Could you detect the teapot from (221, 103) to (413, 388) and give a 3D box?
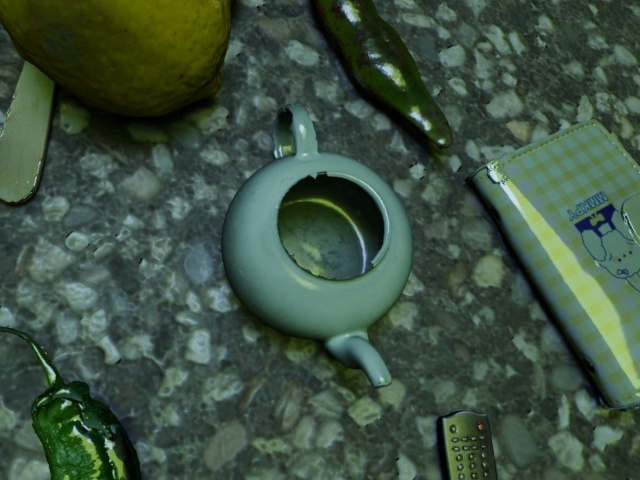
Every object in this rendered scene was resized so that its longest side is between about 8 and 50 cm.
[{"bbox_3d":[0.000,0.000,0.537,0.193,0.129,0.294,-12,77,-17],"label":"teapot"}]

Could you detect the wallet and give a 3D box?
[{"bbox_3d":[0.340,0.013,0.645,0.223,0.077,0.309,-25,80,-15],"label":"wallet"}]

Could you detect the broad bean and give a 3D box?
[{"bbox_3d":[0.054,-0.245,0.657,0.077,0.061,0.338,-25,81,-30],"label":"broad bean"}]

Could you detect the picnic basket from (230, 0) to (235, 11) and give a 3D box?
[{"bbox_3d":[-0.132,-0.354,0.651,0.110,0.055,0.193,16,72,-6],"label":"picnic basket"}]

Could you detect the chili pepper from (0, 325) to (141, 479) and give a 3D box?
[{"bbox_3d":[-0.215,0.212,0.460,0.122,0.065,0.278,0,78,-16],"label":"chili pepper"}]

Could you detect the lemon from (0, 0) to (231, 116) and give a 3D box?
[{"bbox_3d":[-0.194,-0.230,0.512,0.260,0.204,0.204,47,65,-36],"label":"lemon"}]

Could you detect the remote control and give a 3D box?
[{"bbox_3d":[0.156,0.282,0.544,0.059,0.028,0.211,-1,74,-9],"label":"remote control"}]

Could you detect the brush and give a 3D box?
[{"bbox_3d":[-0.298,-0.196,0.586,0.086,0.020,0.336,9,73,-12],"label":"brush"}]
